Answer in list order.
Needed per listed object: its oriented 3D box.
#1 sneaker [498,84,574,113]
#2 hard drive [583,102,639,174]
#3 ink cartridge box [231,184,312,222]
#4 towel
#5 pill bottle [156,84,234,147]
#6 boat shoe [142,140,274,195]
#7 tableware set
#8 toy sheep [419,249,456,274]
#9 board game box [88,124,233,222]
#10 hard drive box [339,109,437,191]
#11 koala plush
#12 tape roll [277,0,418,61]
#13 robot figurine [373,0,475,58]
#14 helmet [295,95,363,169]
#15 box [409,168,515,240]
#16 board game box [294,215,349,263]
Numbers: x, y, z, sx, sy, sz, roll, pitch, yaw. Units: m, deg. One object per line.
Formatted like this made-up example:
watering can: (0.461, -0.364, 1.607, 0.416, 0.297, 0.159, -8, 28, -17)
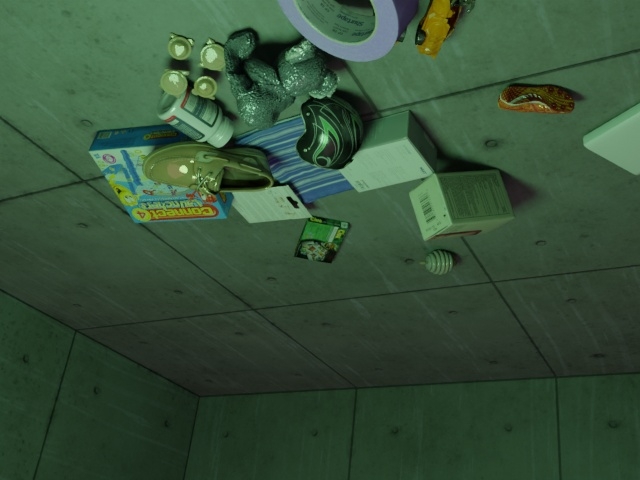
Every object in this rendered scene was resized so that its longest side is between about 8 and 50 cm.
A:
sneaker: (0.502, -0.326, 1.746, 0.175, 0.064, 0.067, 10, 172, 6)
hard drive: (0.817, -0.269, 1.780, 0.203, 0.040, 0.307, 22, 149, -25)
ink cartridge box: (-0.157, -0.124, 2.253, 0.224, 0.056, 0.181, -7, 148, 24)
towel: (-0.048, -0.216, 2.079, 0.243, 0.040, 0.336, -13, 145, 31)
pill bottle: (-0.311, -0.312, 1.890, 0.108, 0.108, 0.180, -20, 141, 40)
boat shoe: (-0.289, -0.181, 1.957, 0.341, 0.110, 0.122, -4, 133, -20)
tableware set: (-0.297, -0.402, 1.754, 0.141, 0.020, 0.169, 14, 124, -13)
toy sheep: (0.386, 0.073, 2.460, 0.132, 0.091, 0.091, -6, 154, -14)
board game box: (-0.444, -0.185, 2.123, 0.308, 0.086, 0.302, -3, 139, 17)
hard drive box: (0.163, -0.227, 1.956, 0.232, 0.089, 0.181, -10, 147, 29)
koala plush: (-0.081, -0.365, 1.682, 0.221, 0.203, 0.196, -16, 146, 15)
tape roll: (0.045, -0.475, 1.425, 0.275, 0.090, 0.275, 27, 156, 13)
robot figurine: (0.198, -0.486, 1.481, 0.211, 0.085, 0.291, 9, 152, -5)
helmet: (0.023, -0.271, 1.833, 0.169, 0.169, 0.161, 13, 120, -11)
box: (0.378, -0.096, 2.003, 0.232, 0.149, 0.127, -6, 162, -32)
board game box: (0.000, 0.000, 2.474, 0.136, 0.030, 0.260, 13, 151, -7)
